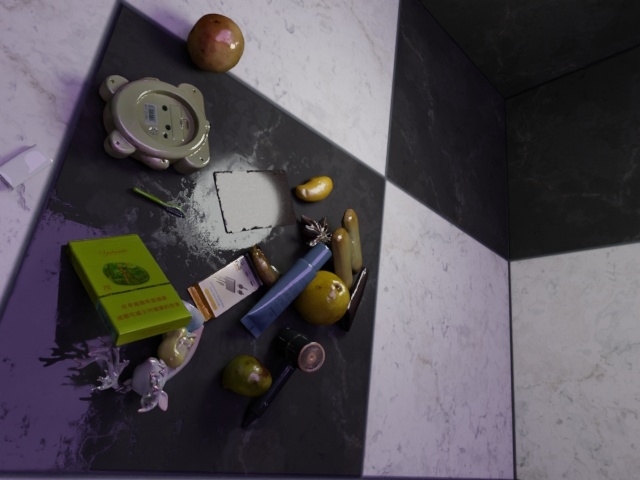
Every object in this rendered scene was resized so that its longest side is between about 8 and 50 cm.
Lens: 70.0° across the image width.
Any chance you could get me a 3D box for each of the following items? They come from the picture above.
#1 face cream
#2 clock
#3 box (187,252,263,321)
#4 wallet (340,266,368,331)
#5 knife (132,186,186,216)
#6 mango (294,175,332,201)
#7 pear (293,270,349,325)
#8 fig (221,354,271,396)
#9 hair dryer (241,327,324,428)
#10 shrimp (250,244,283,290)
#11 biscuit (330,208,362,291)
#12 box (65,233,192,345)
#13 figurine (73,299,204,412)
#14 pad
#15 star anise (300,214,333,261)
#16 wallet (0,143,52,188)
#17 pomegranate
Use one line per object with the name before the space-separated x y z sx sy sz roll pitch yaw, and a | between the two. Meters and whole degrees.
face cream | -0.110 0.161 1.554 0.385 0.086 0.135 -46 144 -18
clock | -0.492 -0.352 1.377 0.310 0.114 0.283 -1 82 -43
box | -0.301 0.150 1.489 0.247 0.033 0.129 -36 106 -44
wallet | 0.138 0.234 1.840 0.182 0.049 0.229 89 24 -51
knife | -0.482 -0.117 1.386 0.184 0.022 0.026 30 86 -38
mango | -0.020 -0.206 1.832 0.190 0.075 0.098 -27 83 -41
pear | 0.007 0.209 1.664 0.209 0.209 0.208 13 70 -42
fig | -0.225 0.420 1.421 0.136 0.153 0.120 63 45 -58
hair dryer | -0.154 0.457 1.510 0.352 0.189 0.107 -50 119 -15
shrimp | -0.166 0.121 1.603 0.117 0.066 0.262 -88 157 -54
biscuit | 0.109 0.046 1.813 0.237 0.062 0.290 -58 145 -51
box | -0.489 0.108 1.160 0.187 0.047 0.335 -10 47 -45
figurine | -0.441 0.287 1.172 0.284 0.207 0.315 95 6 -50
pad | -0.227 -0.149 1.660 0.330 0.004 0.220 -10 87 -46
star anise | 0.000 0.001 1.788 0.231 0.089 0.209 49 38 -29
wallet | -0.741 -0.187 1.143 0.061 0.025 0.122 52 49 -20
pomegranate | -0.350 -0.660 1.541 0.191 0.191 0.191 13 70 -42
